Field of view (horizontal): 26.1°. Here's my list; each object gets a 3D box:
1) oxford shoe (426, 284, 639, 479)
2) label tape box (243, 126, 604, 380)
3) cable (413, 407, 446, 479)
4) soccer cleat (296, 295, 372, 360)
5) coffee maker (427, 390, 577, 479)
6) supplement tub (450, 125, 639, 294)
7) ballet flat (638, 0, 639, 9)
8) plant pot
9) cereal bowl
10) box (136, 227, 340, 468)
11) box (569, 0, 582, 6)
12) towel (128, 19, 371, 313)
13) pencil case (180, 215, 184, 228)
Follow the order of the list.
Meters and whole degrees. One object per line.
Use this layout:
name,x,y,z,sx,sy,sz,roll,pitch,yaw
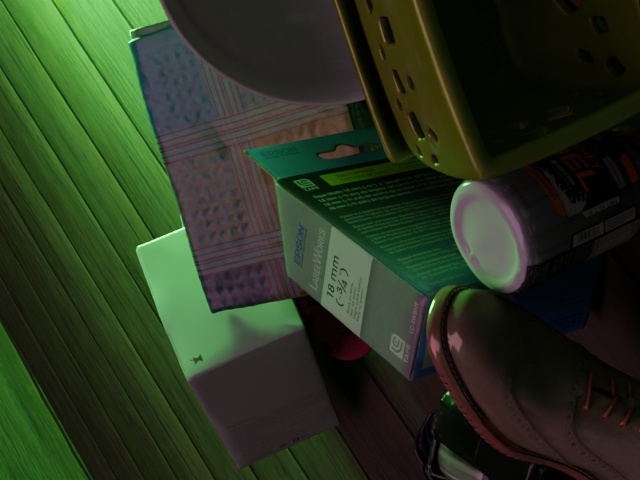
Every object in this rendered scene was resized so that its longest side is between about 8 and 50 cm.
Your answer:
oxford shoe,0.266,0.155,1.310,0.397,0.141,0.146,36,145,-27
label tape box,0.098,-0.001,1.483,0.333,0.240,0.106,39,131,45
cable,0.186,0.305,1.793,0.150,0.047,0.185,-13,99,63
soccer cleat,0.000,0.000,1.854,0.143,0.116,0.331,-91,-20,-65
coffee maker,0.217,0.238,1.601,0.178,0.120,0.171,28,133,51
supplement tub,0.226,-0.034,1.288,0.117,0.190,0.117,41,144,40
ballet flat,0.307,-0.140,1.138,0.086,0.086,0.249,-5,90,62
plant pot,0.142,-0.192,1.231,0.207,0.227,0.228,5,117,65
cereal bowl,-0.005,-0.314,1.386,0.141,0.338,0.339,-104,6,-61
box,-0.108,0.140,1.923,0.345,0.168,0.215,73,172,-61
box,0.233,-0.286,1.259,0.081,0.028,0.136,42,143,39
towel,-0.068,-0.107,1.665,0.271,0.040,0.370,-11,103,24
pencil case,-0.162,-0.026,2.097,0.124,0.113,0.273,21,132,26
